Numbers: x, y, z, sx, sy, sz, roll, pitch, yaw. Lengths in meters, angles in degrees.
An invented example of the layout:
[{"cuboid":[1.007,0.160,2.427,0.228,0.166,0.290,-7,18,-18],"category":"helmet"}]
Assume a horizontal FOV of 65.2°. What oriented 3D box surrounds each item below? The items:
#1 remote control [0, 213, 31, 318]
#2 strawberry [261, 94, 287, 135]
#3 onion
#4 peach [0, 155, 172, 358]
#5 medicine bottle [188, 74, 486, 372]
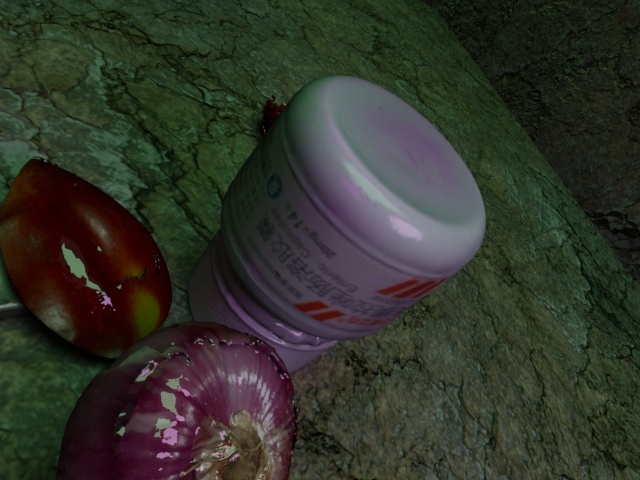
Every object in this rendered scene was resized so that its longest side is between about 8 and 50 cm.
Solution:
[{"cuboid":[-0.397,0.034,0.443,0.285,0.038,0.123,-9,62,-50],"category":"remote control"},{"cuboid":[-0.057,-0.186,0.947,0.188,0.082,0.121,54,17,28],"category":"strawberry"},{"cuboid":[-0.132,0.181,0.460,0.230,0.163,0.230,-11,103,-56],"category":"onion"},{"cuboid":[-0.252,-0.003,0.565,0.279,0.068,0.189,57,23,12],"category":"peach"},{"cuboid":[0.000,0.000,0.604,0.256,0.325,0.256,26,40,-24],"category":"medicine bottle"}]
